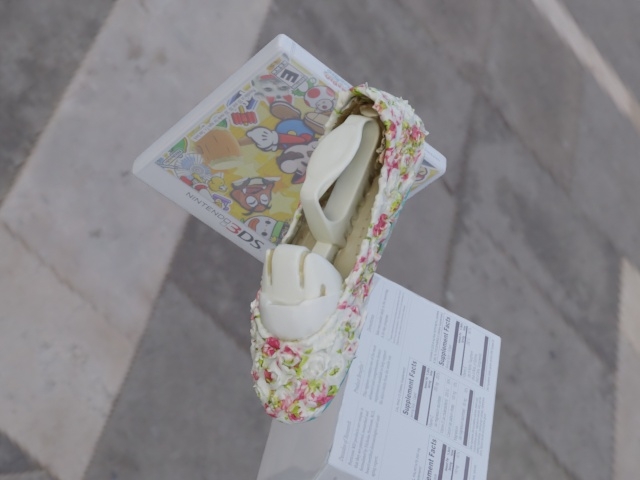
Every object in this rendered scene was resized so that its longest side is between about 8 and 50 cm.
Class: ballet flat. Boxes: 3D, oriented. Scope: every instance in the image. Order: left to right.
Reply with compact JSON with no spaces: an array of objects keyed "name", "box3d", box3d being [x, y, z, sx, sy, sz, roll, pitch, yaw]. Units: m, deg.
[{"name":"ballet flat","box3d":[0.000,0.000,0.982,0.077,0.091,0.241,46,57,-53]}]

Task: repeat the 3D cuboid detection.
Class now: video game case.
[{"name":"video game case","box3d":[-0.032,-0.070,1.398,0.206,0.227,0.026,35,40,-24]}]

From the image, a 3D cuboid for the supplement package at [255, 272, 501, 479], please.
[{"name":"supplement package","box3d":[0.041,0.199,1.313,0.145,0.204,0.262,28,35,-8]}]
